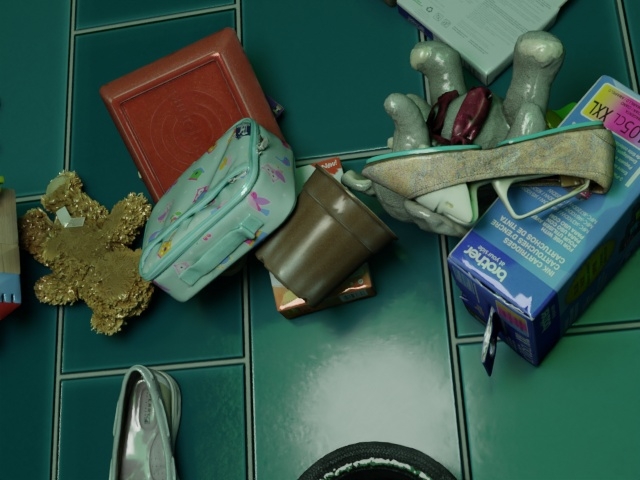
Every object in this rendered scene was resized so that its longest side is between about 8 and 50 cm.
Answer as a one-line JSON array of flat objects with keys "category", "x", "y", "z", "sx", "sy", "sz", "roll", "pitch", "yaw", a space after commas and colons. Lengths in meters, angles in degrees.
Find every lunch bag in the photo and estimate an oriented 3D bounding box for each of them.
[{"category": "lunch bag", "x": -0.157, "y": -0.048, "z": 1.312, "sx": 0.279, "sy": 0.108, "sz": 0.224, "roll": -40, "pitch": 27, "yaw": 24}]

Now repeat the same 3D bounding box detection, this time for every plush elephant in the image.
[{"category": "plush elephant", "x": 0.170, "y": -0.131, "z": 1.244, "sx": 0.272, "sy": 0.255, "sz": 0.330, "roll": 20, "pitch": 120, "yaw": 48}]

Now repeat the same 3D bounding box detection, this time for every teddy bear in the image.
[{"category": "teddy bear", "x": -0.394, "y": 0.017, "z": 1.467, "sx": 0.338, "sy": 0.113, "sz": 0.245, "roll": 19, "pitch": 71, "yaw": 25}]

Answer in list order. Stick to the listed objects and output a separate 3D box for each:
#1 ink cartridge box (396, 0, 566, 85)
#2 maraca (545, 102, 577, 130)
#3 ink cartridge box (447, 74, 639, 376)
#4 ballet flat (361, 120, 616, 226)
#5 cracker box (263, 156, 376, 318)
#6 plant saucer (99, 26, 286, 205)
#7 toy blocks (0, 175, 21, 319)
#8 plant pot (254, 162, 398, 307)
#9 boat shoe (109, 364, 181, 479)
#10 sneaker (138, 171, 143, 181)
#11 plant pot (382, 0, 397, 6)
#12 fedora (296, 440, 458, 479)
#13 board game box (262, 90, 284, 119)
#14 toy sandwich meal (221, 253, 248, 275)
[{"category": "ink cartridge box", "x": 0.285, "y": -0.411, "z": 1.474, "sx": 0.224, "sy": 0.045, "sz": 0.223, "roll": -42, "pitch": 70, "yaw": -4}, {"category": "maraca", "x": 0.336, "y": -0.166, "z": 1.350, "sx": 0.185, "sy": 0.099, "sz": 0.127, "roll": -12, "pitch": 48, "yaw": 22}, {"category": "ink cartridge box", "x": 0.330, "y": 0.008, "z": 1.212, "sx": 0.151, "sy": 0.270, "sz": 0.395, "roll": 41, "pitch": 85, "yaw": 25}, {"category": "ballet flat", "x": 0.211, "y": -0.074, "z": 1.065, "sx": 0.316, "sy": 0.107, "sz": 0.106, "roll": -8, "pitch": 85, "yaw": 8}, {"category": "cracker box", "x": -0.013, "y": -0.005, "z": 1.399, "sx": 0.156, "sy": 0.067, "sz": 0.232, "roll": -16, "pitch": 70, "yaw": 6}, {"category": "plant saucer", "x": -0.209, "y": -0.181, "z": 1.420, "sx": 0.259, "sy": 0.048, "sz": 0.258, "roll": -21, "pitch": 103, "yaw": 14}, {"category": "toy blocks", "x": -0.618, "y": 0.073, "z": 1.416, "sx": 0.381, "sy": 0.191, "sz": 0.261, "roll": -19, "pitch": 73, "yaw": 35}, {"category": "plant pot", "x": 0.000, "y": 0.000, "z": 1.281, "sx": 0.165, "sy": 0.167, "sz": 0.167, "roll": -47, "pitch": 69, "yaw": 1}, {"category": "boat shoe", "x": -0.274, "y": 0.355, "z": 1.322, "sx": 0.118, "sy": 0.103, "sz": 0.320, "roll": -3, "pitch": 72, "yaw": 11}, {"category": "sneaker", "x": -0.283, "y": -0.176, "z": 1.525, "sx": 0.075, "sy": 0.057, "sz": 0.161, "roll": 23, "pitch": 80, "yaw": 35}, {"category": "plant pot", "x": 0.119, "y": -0.477, "z": 1.504, "sx": 0.109, "sy": 0.096, "sz": 0.109, "roll": 42, "pitch": 86, "yaw": 20}, {"category": "fedora", "x": 0.081, "y": 0.453, "z": 1.188, "sx": 0.334, "sy": 0.152, "sz": 0.334, "roll": -4, "pitch": 72, "yaw": 11}, {"category": "board game box", "x": -0.172, "y": -0.224, "z": 1.477, "sx": 0.170, "sy": 0.048, "sz": 0.141, "roll": 38, "pitch": 85, "yaw": -6}, {"category": "toy sandwich meal", "x": -0.160, "y": 0.021, "z": 1.444, "sx": 0.085, "sy": 0.029, "sz": 0.085, "roll": -2, "pitch": 76, "yaw": 8}]
